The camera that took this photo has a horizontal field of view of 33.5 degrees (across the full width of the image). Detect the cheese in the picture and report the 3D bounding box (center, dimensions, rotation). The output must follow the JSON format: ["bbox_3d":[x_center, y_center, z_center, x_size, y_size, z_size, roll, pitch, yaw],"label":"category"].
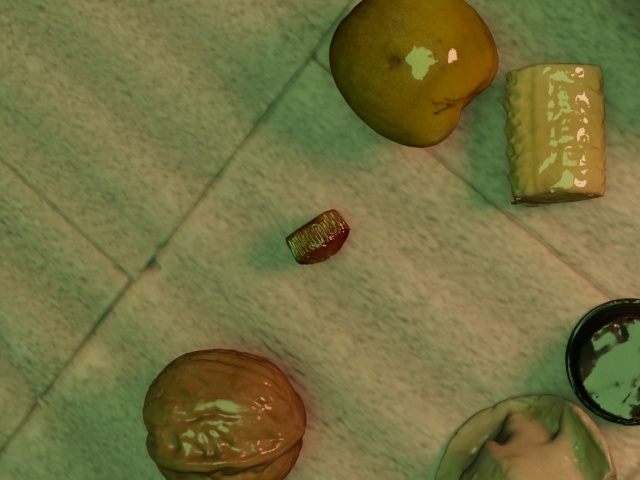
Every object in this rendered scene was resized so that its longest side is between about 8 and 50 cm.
[{"bbox_3d":[0.288,-0.129,1.303,0.123,0.094,0.167,-4,83,25],"label":"cheese"}]

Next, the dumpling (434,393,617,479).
[{"bbox_3d":[0.228,0.303,1.286,0.243,0.175,0.227,-30,51,-2],"label":"dumpling"}]

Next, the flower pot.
[{"bbox_3d":[0.369,0.150,1.265,0.157,0.107,0.157,0,90,16],"label":"flower pot"}]

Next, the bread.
[{"bbox_3d":[0.000,0.000,1.387,0.085,0.085,0.053,-34,85,12],"label":"bread"}]

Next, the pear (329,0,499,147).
[{"bbox_3d":[0.114,-0.219,1.304,0.200,0.200,0.200,0,89,16],"label":"pear"}]

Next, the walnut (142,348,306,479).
[{"bbox_3d":[-0.120,0.234,1.361,0.213,0.213,0.213,0,89,16],"label":"walnut"}]
